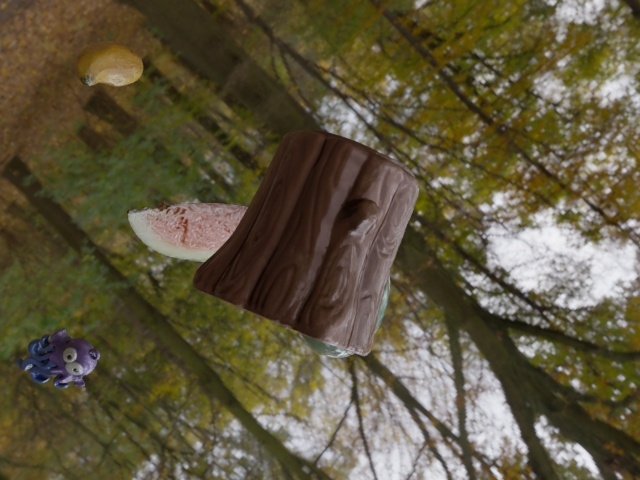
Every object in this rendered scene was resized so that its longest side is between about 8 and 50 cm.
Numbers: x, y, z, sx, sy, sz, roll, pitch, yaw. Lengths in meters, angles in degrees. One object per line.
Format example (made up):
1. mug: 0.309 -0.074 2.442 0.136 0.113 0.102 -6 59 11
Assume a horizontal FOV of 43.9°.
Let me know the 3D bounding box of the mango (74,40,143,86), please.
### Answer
1. mango: -0.435 -0.361 1.629 0.075 0.098 0.190 -30 180 34

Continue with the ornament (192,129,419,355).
1. ornament: 0.000 0.000 0.921 0.218 0.235 0.221 -68 -166 -6

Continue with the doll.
1. doll: -0.473 0.217 1.431 0.205 0.110 0.067 -13 -168 29

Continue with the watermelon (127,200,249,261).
1. watermelon: -0.141 -0.022 1.054 0.119 0.245 0.063 129 -43 -53

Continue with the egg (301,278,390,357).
1. egg: 0.040 0.099 1.451 0.169 0.169 0.237 -101 -156 -73
